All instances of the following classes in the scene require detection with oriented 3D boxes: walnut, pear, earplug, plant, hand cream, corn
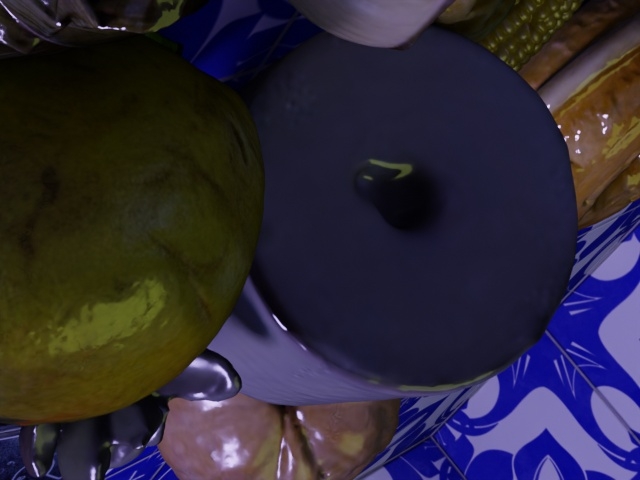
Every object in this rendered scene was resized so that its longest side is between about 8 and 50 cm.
[{"bbox_3d":[-0.058,0.178,2.038,0.306,0.306,0.344,-36,177,-10],"label":"walnut"},{"bbox_3d":[-0.172,-0.009,1.113,0.321,0.269,0.269,-31,163,-37],"label":"pear"},{"bbox_3d":[0.000,0.000,1.546,0.313,0.312,0.394,-32,-176,-25],"label":"earplug"},{"bbox_3d":[-0.198,0.053,1.352,0.199,0.276,0.188,-29,176,20],"label":"plant"},{"bbox_3d":[-0.138,-0.157,1.381,0.036,0.023,0.122,-52,166,2],"label":"hand cream"},{"bbox_3d":[0.157,-0.214,1.719,0.347,0.130,0.130,-42,165,3],"label":"corn"}]

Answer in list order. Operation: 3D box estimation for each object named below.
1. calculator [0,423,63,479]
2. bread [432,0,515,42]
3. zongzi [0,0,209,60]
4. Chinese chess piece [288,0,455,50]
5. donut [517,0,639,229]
[{"bbox_3d":[-0.334,0.236,1.718,0.274,0.028,0.165,-5,142,-49],"label":"calculator"},{"bbox_3d":[0.107,-0.250,1.453,0.130,0.152,0.268,2,173,14],"label":"bread"},{"bbox_3d":[-0.165,-0.201,1.079,0.318,0.154,0.289,-11,-166,26],"label":"zongzi"},{"bbox_3d":[0.066,-0.259,1.194,0.257,0.104,0.257,-58,-167,21],"label":"Chinese chess piece"},{"bbox_3d":[0.370,-0.169,2.229,0.449,0.198,0.449,-34,163,-12],"label":"donut"}]
